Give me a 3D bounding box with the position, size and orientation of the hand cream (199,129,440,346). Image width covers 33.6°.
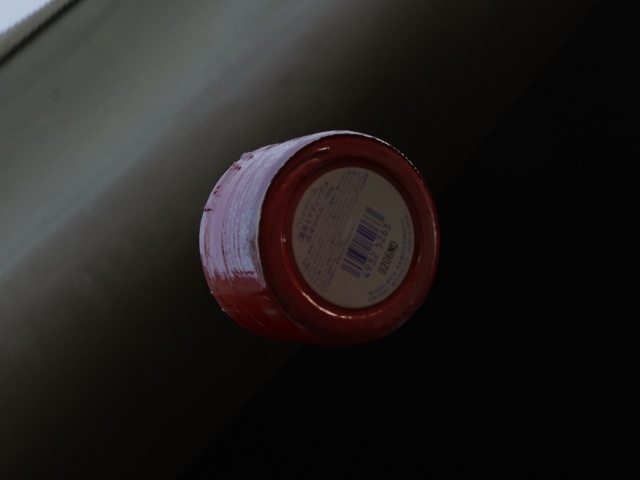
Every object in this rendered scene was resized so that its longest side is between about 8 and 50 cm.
[{"bbox_3d":[0.000,0.000,0.944,0.193,0.125,0.193,1,-92,-27],"label":"hand cream"}]
